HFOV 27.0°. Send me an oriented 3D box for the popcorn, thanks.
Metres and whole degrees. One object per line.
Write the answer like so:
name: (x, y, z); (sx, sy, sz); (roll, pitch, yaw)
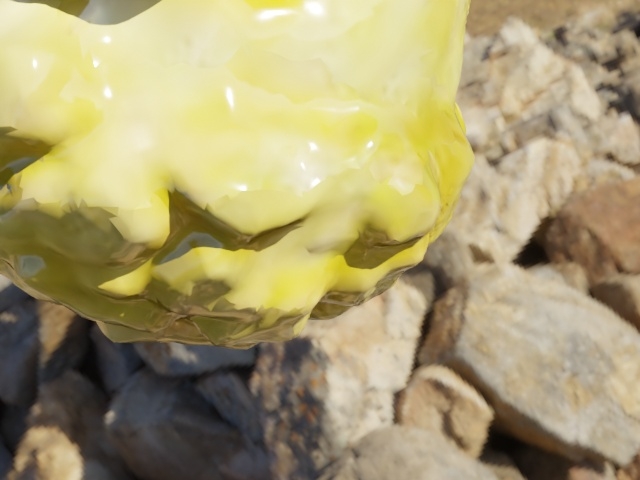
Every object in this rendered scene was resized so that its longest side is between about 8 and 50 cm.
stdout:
popcorn: (-0.028, -0.131, 0.637); (0.381, 0.349, 0.349); (-26, 26, 32)
